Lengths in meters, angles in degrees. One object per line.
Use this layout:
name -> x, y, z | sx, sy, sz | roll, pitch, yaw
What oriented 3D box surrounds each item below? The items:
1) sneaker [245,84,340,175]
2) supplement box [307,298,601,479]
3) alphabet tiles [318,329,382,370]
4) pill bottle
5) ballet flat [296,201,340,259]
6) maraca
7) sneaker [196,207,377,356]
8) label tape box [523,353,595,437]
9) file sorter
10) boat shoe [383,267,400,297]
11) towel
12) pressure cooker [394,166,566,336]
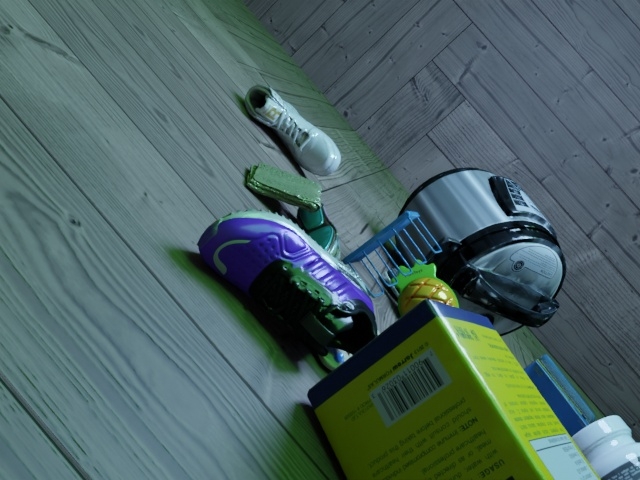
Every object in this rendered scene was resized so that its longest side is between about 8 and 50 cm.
sneaker -> -0.083, -0.276, 1.513 | 0.292, 0.108, 0.169 | 47, 14, 33
supplement box -> 0.176, 0.271, 0.675 | 0.194, 0.195, 0.357 | 21, 33, -53
alphabet tiles -> 0.071, 0.181, 0.964 | 0.278, 0.021, 0.284 | 34, 21, -37
pill bottle -> 0.755, 0.616, 1.443 | 0.210, 0.210, 0.363 | 33, 22, -45
ballet flat -> 0.000, 0.000, 1.133 | 0.221, 0.076, 0.079 | -105, 170, -59
maraca -> 0.226, 0.127, 1.326 | 0.099, 0.127, 0.186 | 78, -8, -60
sneaker -> -0.023, 0.070, 0.792 | 0.293, 0.102, 0.146 | 30, 25, -35
label tape box -> 0.691, 0.472, 1.810 | 0.241, 0.106, 0.333 | 55, 17, 21
file sorter -> 0.156, 0.030, 1.291 | 0.104, 0.170, 0.118 | 56, 16, 11
boat shoe -> 0.250, 0.152, 1.420 | 0.254, 0.079, 0.095 | 48, 17, -1
towel -> -0.068, -0.102, 1.162 | 0.148, 0.027, 0.110 | 18, 28, -8
pressure cooker -> 0.425, 0.056, 1.600 | 0.420, 0.369, 0.376 | -111, -172, -50
